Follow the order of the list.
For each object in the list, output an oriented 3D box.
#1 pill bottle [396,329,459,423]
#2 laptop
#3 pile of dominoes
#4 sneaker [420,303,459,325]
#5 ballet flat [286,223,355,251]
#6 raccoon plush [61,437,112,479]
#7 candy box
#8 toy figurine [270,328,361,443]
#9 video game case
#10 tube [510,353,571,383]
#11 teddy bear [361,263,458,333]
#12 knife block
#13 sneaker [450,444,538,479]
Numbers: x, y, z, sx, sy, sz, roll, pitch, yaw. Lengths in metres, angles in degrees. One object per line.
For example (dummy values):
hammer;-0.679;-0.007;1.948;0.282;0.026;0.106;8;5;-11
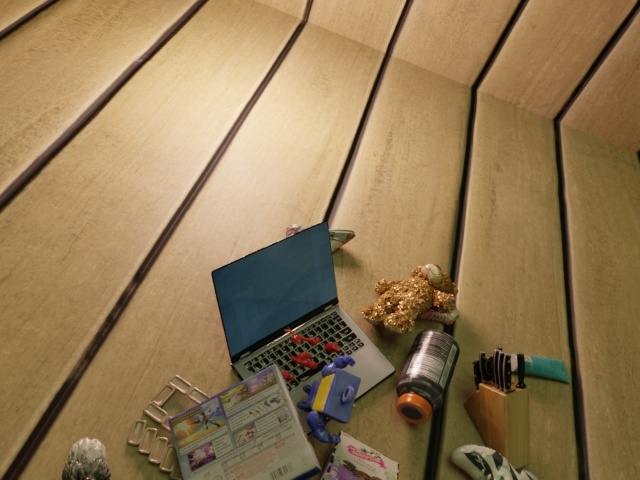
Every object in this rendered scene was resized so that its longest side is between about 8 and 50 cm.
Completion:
pill bottle;0.281;0.366;1.533;0.130;0.130;0.245;29;47;6
laptop;-0.027;0.221;1.473;0.382;0.236;0.408;-25;62;-35
pile of dominoes;-0.303;0.451;1.316;0.251;0.040;0.196;29;50;17
sneaker;0.366;0.227;1.742;0.134;0.051;0.070;-12;57;-28
ballet flat;0.000;0.000;1.802;0.222;0.077;0.079;6;66;-9
raccoon plush;-0.491;0.529;0.947;0.216;0.299;0.446;-13;56;-7
candy box;0.086;0.536;1.285;0.165;0.070;0.196;28;12;5
toy figurine;-0.013;0.368;1.293;0.191;0.217;0.362;35;59;-20
video game case;-0.166;0.435;1.219;0.270;0.061;0.244;-27;55;-1
tube;0.661;0.380;1.724;0.207;0.052;0.080;12;51;-17
teddy bear;0.269;0.162;1.687;0.338;0.113;0.245;-22;21;-23
knife block;0.487;0.422;1.483;0.088;0.242;0.275;-8;54;-25
sneaker;0.421;0.609;1.392;0.235;0.094;0.153;32;37;-5
